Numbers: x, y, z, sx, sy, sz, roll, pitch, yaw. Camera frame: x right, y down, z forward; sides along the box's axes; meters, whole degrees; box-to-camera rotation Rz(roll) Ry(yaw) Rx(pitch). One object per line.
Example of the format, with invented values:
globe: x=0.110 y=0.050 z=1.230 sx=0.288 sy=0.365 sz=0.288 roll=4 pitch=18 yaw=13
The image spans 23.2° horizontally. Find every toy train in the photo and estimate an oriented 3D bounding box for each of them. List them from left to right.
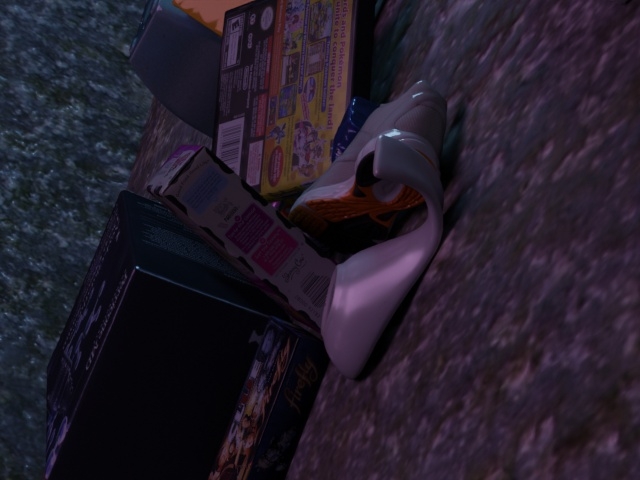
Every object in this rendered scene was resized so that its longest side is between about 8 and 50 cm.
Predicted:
toy train: x=-0.046 y=-0.023 z=2.004 sx=0.166 sy=0.046 sz=0.125 roll=-106 pitch=38 yaw=-72

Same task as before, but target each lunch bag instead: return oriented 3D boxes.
lunch bag: x=0.049 y=-0.107 z=1.709 sx=0.098 sy=0.067 sz=0.065 roll=-78 pitch=14 yaw=-63

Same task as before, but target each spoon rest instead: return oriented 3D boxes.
spoon rest: x=0.061 y=0.024 z=1.509 sx=0.137 sy=0.084 sz=0.276 roll=-82 pitch=6 yaw=-45

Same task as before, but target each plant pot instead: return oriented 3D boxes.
plant pot: x=-0.139 y=-0.311 z=2.327 sx=0.247 sy=0.252 sz=0.247 roll=129 pitch=157 yaw=-53

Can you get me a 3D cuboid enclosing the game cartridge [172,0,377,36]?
game cartridge: x=-0.027 y=-0.393 z=2.072 sx=0.053 sy=0.285 sz=0.323 roll=0 pitch=-58 yaw=-58

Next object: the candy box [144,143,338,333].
candy box: x=-0.073 y=-0.004 z=1.677 sx=0.071 sy=0.233 sz=0.159 roll=-50 pitch=13 yaw=-6

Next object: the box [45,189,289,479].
box: x=-0.212 y=0.143 z=2.041 sx=0.395 sy=0.212 sz=0.293 roll=-123 pitch=56 yaw=-72

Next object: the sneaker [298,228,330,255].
sneaker: x=0.000 y=0.000 z=1.806 sx=0.135 sy=0.052 sz=0.058 roll=-149 pitch=70 yaw=-83

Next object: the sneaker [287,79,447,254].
sneaker: x=0.060 y=-0.074 z=1.614 sx=0.262 sy=0.099 sz=0.121 roll=-34 pitch=28 yaw=56

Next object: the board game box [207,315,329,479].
board game box: x=-0.066 y=0.213 z=1.741 sx=0.165 sy=0.042 sz=0.243 roll=-161 pitch=92 yaw=-76

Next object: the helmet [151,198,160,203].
helmet: x=-0.268 y=0.016 z=2.531 sx=0.161 sy=0.169 sz=0.169 roll=99 pitch=-172 yaw=-76

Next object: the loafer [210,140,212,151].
loafer: x=-0.064 y=-0.168 z=2.002 sx=0.302 sy=0.109 sz=0.095 roll=-49 pitch=-16 yaw=17

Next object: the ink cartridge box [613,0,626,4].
ink cartridge box: x=0.237 y=-0.262 z=1.189 sx=0.143 sy=0.090 sz=0.092 roll=140 pitch=148 yaw=-64

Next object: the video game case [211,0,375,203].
video game case: x=-0.036 y=-0.182 z=1.904 sx=0.248 sy=0.035 sz=0.274 roll=-13 pitch=67 yaw=44
